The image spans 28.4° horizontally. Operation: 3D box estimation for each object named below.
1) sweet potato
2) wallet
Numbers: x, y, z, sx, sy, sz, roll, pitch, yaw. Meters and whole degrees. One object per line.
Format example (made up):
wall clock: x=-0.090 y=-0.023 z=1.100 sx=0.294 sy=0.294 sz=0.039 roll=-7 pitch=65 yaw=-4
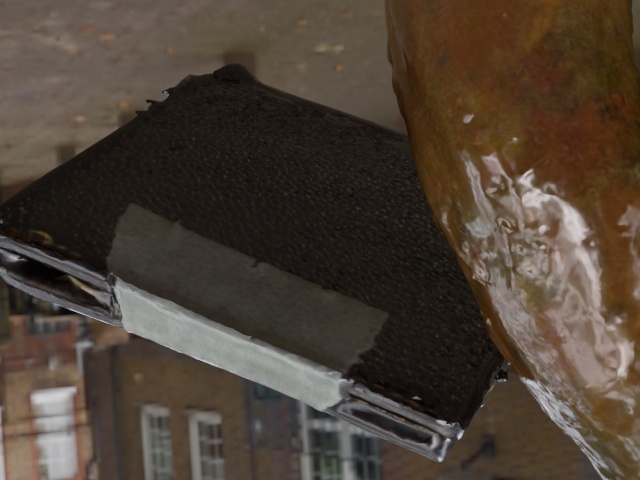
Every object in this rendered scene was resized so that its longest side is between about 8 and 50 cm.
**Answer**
sweet potato: x=0.078 y=-0.024 z=0.423 sx=0.097 sy=0.292 sz=0.097 roll=-12 pitch=-179 yaw=0
wallet: x=0.000 y=0.000 z=0.603 sx=0.220 sy=0.071 sz=0.262 roll=23 pitch=-155 yaw=13
